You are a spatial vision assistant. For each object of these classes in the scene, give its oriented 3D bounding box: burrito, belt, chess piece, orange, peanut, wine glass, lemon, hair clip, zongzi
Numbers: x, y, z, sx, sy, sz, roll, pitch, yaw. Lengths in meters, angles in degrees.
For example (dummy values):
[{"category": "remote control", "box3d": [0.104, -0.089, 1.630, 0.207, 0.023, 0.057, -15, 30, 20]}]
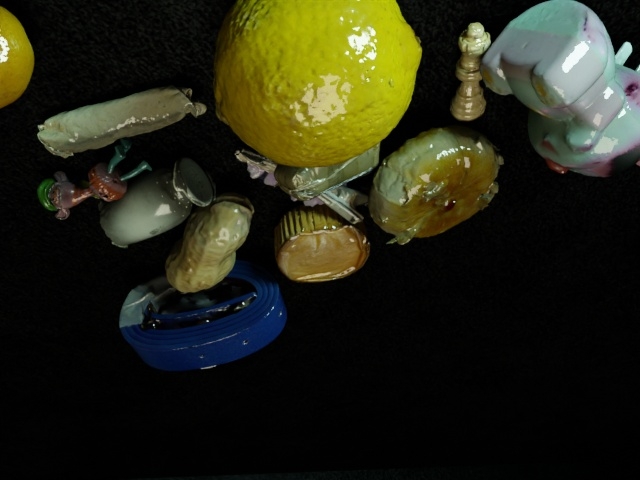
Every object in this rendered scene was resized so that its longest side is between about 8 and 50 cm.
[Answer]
[{"category": "burrito", "box3d": [-0.320, -0.196, 1.074, 0.275, 0.059, 0.082, -14, 156, 11]}, {"category": "belt", "box3d": [-0.252, 0.158, 1.445, 0.347, 0.212, 0.117, -13, 145, 1]}, {"category": "chess piece", "box3d": [0.243, -0.274, 1.070, 0.060, 0.060, 0.172, -8, 144, 1]}, {"category": "orange", "box3d": [-0.471, -0.250, 0.901, 0.155, 0.154, 0.134, 10, 175, -22]}, {"category": "peanut", "box3d": [-0.220, 0.008, 1.316, 0.130, 0.130, 0.290, 11, 142, -24]}, {"category": "wine glass", "box3d": [-0.301, -0.068, 1.207, 0.204, 0.111, 0.111, -24, 141, 20]}, {"category": "lemon", "box3d": [-0.007, -0.236, 0.902, 0.293, 0.293, 0.293, -5, 144, -4]}, {"category": "hair clip", "box3d": [-0.033, -0.111, 1.232, 0.292, 0.084, 0.106, 24, 138, -29]}, {"category": "zongzi", "box3d": [0.011, -0.172, 1.110, 0.194, 0.099, 0.197, -29, 142, -21]}]

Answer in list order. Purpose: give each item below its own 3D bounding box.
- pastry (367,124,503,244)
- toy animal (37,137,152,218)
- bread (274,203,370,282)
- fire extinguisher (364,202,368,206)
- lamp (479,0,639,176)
[{"category": "pastry", "box3d": [0.209, -0.098, 1.209, 0.236, 0.121, 0.257, 3, 138, -41]}, {"category": "toy animal", "box3d": [-0.396, -0.106, 1.172, 0.208, 0.100, 0.103, -26, -179, 22]}, {"category": "bread", "box3d": [0.000, 0.001, 1.366, 0.199, 0.104, 0.199, -6, 140, -5]}, {"category": "fire extinguisher", "box3d": [0.124, -0.073, 1.354, 0.083, 0.022, 0.028, 1, 174, -11]}, {"category": "lamp", "box3d": [0.416, -0.242, 1.040, 0.301, 0.247, 0.247, 38, 86, -37]}]
